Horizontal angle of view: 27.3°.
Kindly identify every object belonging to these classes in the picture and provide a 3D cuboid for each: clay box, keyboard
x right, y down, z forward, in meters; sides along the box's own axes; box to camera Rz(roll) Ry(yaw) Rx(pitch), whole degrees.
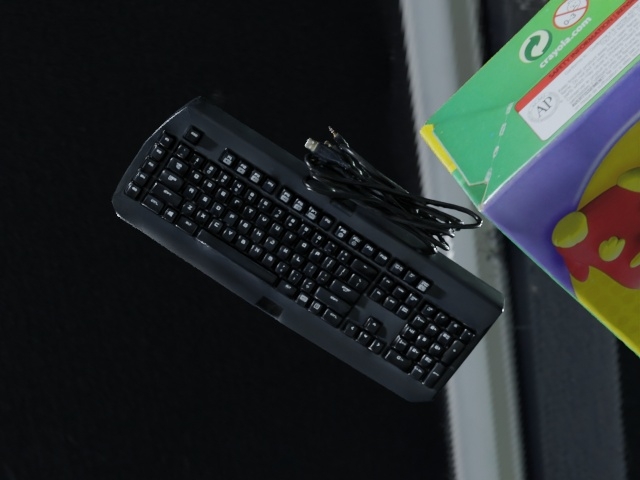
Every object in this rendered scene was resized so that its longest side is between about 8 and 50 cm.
[{"bbox_3d":[0.148,-0.005,0.392,0.127,0.053,0.222,-44,-57,12],"label":"clay box"},{"bbox_3d":[0.000,0.000,0.634,0.192,0.038,0.100,32,-76,-9],"label":"keyboard"}]
